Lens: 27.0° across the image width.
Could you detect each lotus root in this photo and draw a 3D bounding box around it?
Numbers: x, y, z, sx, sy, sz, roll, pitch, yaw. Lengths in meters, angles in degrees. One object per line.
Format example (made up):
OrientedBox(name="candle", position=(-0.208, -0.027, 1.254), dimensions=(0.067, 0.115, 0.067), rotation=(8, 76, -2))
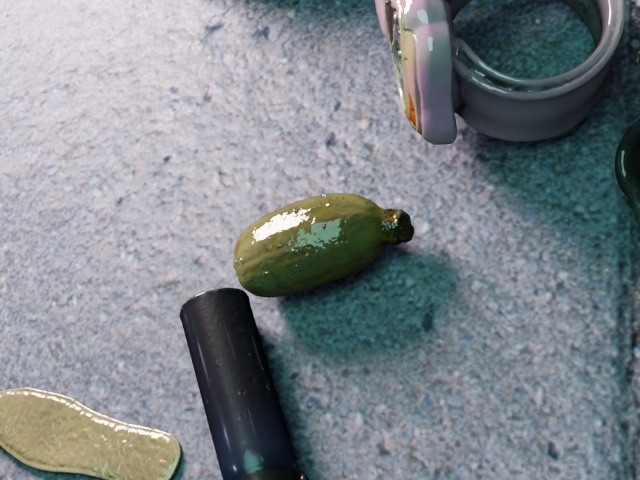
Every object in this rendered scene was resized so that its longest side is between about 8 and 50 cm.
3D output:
OrientedBox(name="lotus root", position=(0.000, -0.001, 1.309), dimensions=(0.183, 0.077, 0.090), rotation=(-16, 60, 17))

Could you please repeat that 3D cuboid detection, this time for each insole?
OrientedBox(name="insole", position=(-0.248, 0.203, 1.362), dimensions=(0.247, 0.011, 0.081), rotation=(10, 70, 28))

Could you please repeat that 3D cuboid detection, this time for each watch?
OrientedBox(name="watch", position=(0.171, -0.215, 1.295), dimensions=(0.217, 0.211, 0.248), rotation=(-11, 68, -1))

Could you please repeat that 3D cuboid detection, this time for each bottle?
OrientedBox(name="bottle", position=(-0.070, 0.162, 1.266), dimensions=(0.082, 0.072, 0.244), rotation=(-12, 58, -9))

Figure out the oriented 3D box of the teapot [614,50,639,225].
OrientedBox(name="teapot", position=(0.395, -0.123, 1.154), dimensions=(0.223, 0.305, 0.285), rotation=(-14, 44, -24))
